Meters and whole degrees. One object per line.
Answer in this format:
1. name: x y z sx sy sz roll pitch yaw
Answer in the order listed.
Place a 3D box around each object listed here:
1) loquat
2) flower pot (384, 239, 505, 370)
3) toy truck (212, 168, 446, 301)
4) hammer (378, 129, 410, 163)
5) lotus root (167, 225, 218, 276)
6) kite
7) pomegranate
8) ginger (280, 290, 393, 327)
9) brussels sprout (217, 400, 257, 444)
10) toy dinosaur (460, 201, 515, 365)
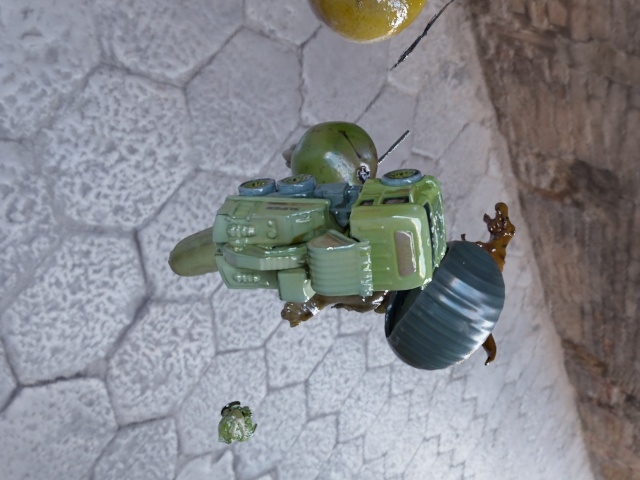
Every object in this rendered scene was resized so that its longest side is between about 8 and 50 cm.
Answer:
1. loquat: 0.090 -0.528 1.362 0.263 0.263 0.263 -36 140 -37
2. flower pot: 0.214 0.115 1.185 0.243 0.157 0.189 -53 -163 19
3. toy truck: 0.000 0.000 0.550 0.116 0.191 0.085 -57 142 -63
4. hammer: 0.163 -0.223 2.052 0.292 0.029 0.058 -45 146 17
5. lotus root: -0.185 0.015 1.230 0.090 0.183 0.077 -89 158 -72
6. kite: 0.159 -0.321 1.085 0.183 0.010 0.160 -44 -169 47
7. pomegranate: 0.006 -0.144 1.353 0.179 0.210 0.179 27 59 -57
8. ginger: 0.076 0.078 1.308 0.333 0.080 0.166 -13 127 -24
9. brussels sprout: -0.171 0.363 1.382 0.085 0.085 0.058 -33 141 -40
10. toy dinosaur: 0.306 0.102 1.430 0.097 0.208 0.432 42 48 -28
